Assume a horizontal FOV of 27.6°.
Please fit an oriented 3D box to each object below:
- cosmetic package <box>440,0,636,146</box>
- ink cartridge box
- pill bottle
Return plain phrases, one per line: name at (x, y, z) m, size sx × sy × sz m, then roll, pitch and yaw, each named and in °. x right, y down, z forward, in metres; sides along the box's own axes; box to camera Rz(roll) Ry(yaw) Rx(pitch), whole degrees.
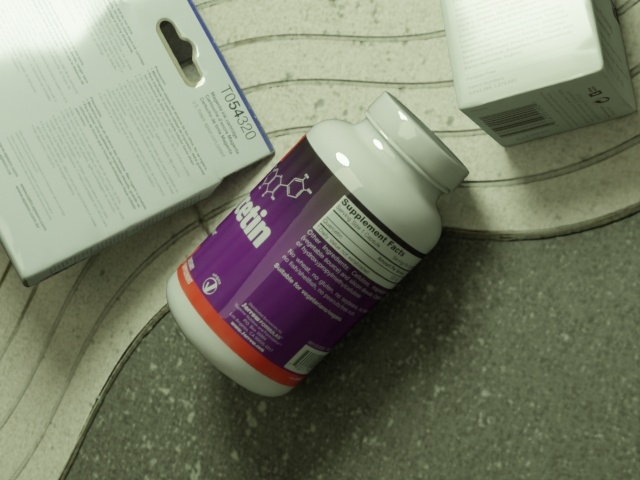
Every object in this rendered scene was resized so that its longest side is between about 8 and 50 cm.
cosmetic package at (0.220, -0.215, 1.334) m, size 0.151 × 0.151 × 0.184 m, roll -14°, pitch 74°, yaw 22°
ink cartridge box at (-0.273, -0.161, 1.531) m, size 0.330 × 0.071 × 0.324 m, roll -27°, pitch 84°, yaw -14°
pill bottle at (0.000, 0.000, 1.376) m, size 0.323 × 0.181 × 0.181 m, roll -46°, pitch 63°, yaw 10°
